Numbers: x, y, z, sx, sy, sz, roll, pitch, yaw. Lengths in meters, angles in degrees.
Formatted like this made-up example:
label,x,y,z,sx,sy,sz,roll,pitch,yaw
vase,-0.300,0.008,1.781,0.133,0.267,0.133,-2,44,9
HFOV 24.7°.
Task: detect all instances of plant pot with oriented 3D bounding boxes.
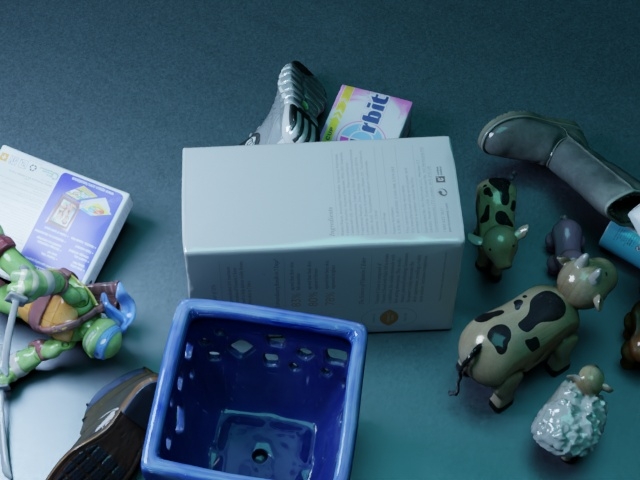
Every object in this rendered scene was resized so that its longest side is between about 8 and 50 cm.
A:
label,x,y,z,sx,sy,sz,roll,pitch,yaw
plant pot,-0.070,0.230,1.738,0.236,0.212,0.236,7,57,5

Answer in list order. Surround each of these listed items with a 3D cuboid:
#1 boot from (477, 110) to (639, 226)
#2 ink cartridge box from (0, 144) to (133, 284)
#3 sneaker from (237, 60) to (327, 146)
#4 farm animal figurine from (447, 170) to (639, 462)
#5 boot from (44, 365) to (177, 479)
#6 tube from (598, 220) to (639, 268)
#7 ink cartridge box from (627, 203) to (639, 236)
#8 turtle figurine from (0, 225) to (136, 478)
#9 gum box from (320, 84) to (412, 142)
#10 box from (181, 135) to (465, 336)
label,x,y,z,sx,sy,sz,roll,pitch,yaw
boot,0.338,-0.094,1.992,0.190,0.076,0.208,-4,42,-24
ink cartridge box,-0.388,-0.003,1.982,0.206,0.045,0.208,21,73,14
sneaker,-0.066,-0.166,2.082,0.132,0.086,0.228,-37,20,22
farm animal figurine,0.282,0.073,1.866,0.330,0.172,0.327,34,63,20
boot,-0.267,0.248,1.822,0.219,0.082,0.106,-43,20,-2
tube,0.478,0.034,1.971,0.207,0.052,0.080,31,63,14
ink cartridge box,0.525,0.091,1.854,0.165,0.065,0.332,3,55,-46
turtle figurine,-0.399,0.092,1.821,0.266,0.198,0.274,37,73,23
gum box,0.055,-0.130,2.067,0.107,0.062,0.188,16,58,10
box,0.000,0.000,1.890,0.345,0.215,0.168,-2,56,-2
